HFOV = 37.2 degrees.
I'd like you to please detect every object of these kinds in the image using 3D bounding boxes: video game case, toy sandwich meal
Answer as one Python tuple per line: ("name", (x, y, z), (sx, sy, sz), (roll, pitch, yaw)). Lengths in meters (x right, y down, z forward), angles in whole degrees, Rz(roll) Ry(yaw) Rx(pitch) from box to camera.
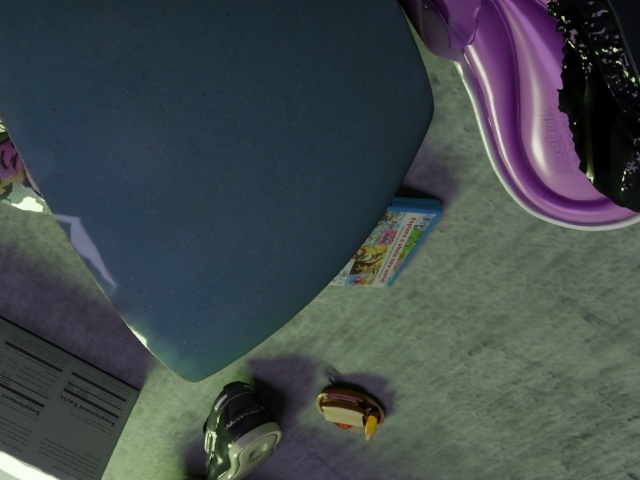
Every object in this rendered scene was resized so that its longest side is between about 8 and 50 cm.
("video game case", (0.000, 0.000, 0.767), (0.166, 0.015, 0.119), (4, 145, -19))
("toy sandwich meal", (0.030, 0.187, 1.019), (0.085, 0.029, 0.086), (12, 141, 10))

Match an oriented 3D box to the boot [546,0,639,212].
("boot", (0.234, -0.071, 0.496), (0.207, 0.094, 0.246), (-29, 125, -1))

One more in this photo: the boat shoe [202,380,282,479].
("boat shoe", (-0.099, 0.233, 1.111), (0.079, 0.084, 0.233), (53, 154, 18))

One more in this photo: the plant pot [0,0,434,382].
("plant pot", (-0.049, -0.090, 0.560), (0.195, 0.290, 0.290), (-27, 131, 1))

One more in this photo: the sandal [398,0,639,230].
("sandal", (0.112, -0.140, 0.533), (0.169, 0.102, 0.416), (-13, 132, 34))

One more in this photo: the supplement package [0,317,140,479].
("supplement package", (-0.390, 0.212, 1.132), (0.261, 0.145, 0.204), (32, 140, -15))

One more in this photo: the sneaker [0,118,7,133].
("sneaker", (-0.275, -0.109, 0.773), (0.089, 0.051, 0.170), (0, 141, 16))

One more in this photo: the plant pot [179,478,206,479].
("plant pot", (-0.165, 0.456, 1.247), (0.290, 0.291, 0.204), (9, 125, 12))

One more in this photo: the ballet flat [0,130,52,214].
("ballet flat", (-0.157, -0.049, 0.743), (0.221, 0.077, 0.079), (11, 176, -14))
